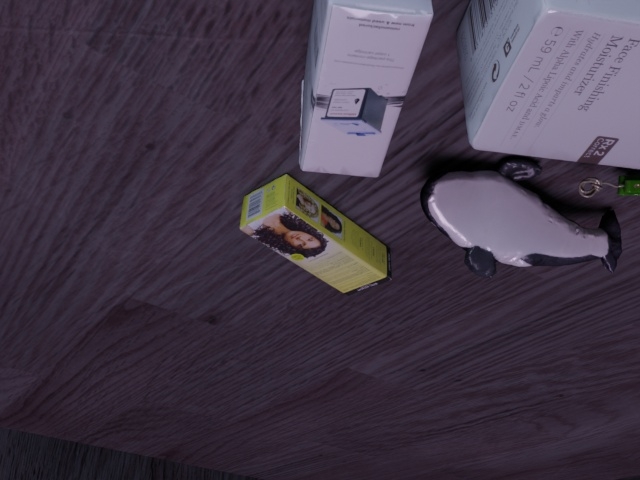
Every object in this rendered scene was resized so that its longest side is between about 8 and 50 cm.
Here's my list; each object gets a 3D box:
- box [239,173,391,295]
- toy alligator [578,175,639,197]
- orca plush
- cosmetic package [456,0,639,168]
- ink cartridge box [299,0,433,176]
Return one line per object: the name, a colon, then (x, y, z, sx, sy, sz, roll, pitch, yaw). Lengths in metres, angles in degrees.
box: (0.000, 0.000, 0.891, 0.087, 0.058, 0.232, -25, 139, 35)
toy alligator: (0.403, -0.067, 0.774, 0.190, 0.056, 0.051, 0, -173, 3)
orca plush: (0.251, -0.036, 0.829, 0.287, 0.102, 0.151, 0, 103, -14)
cosmetic package: (0.230, -0.169, 0.533, 0.184, 0.151, 0.151, 6, 148, -6)
ink cartridge box: (0.030, -0.168, 0.558, 0.082, 0.139, 0.190, 3, 147, -5)
